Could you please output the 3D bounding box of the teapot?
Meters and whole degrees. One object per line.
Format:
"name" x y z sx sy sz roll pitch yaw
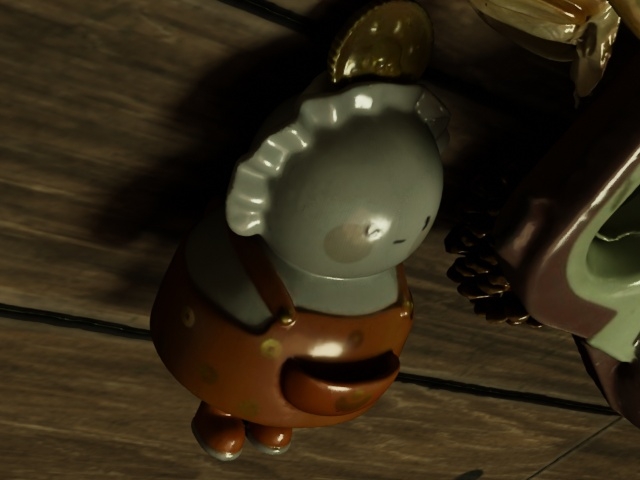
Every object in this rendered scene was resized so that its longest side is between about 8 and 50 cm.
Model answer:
"teapot" 0.247 -0.025 0.846 0.312 0.233 0.315 -44 137 17

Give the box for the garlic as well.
"garlic" 0.098 -0.125 0.760 0.094 0.074 0.113 22 148 5

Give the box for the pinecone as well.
"pinecone" 0.120 0.004 0.976 0.102 0.102 0.109 -26 149 5

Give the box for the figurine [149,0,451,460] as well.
"figurine" -0.006 -0.003 0.860 0.143 0.143 0.271 -3 113 -33

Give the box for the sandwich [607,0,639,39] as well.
"sandwich" 0.117 -0.216 0.591 0.155 0.227 0.198 -34 115 24
